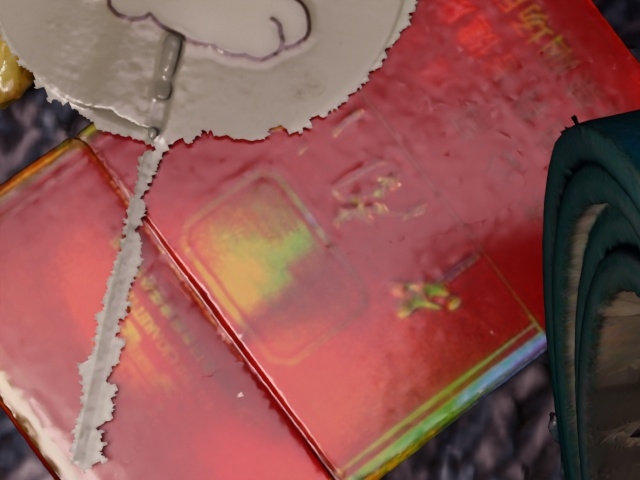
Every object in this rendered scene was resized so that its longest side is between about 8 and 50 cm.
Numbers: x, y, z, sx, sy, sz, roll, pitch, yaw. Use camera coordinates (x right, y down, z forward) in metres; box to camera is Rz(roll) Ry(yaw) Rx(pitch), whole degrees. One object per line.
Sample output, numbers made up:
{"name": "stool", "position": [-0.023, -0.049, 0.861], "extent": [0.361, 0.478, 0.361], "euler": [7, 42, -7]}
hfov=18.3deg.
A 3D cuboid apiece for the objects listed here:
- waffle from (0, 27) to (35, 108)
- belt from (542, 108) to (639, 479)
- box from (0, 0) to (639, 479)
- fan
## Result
{"name": "waffle", "position": [-0.188, -0.208, 0.885], "extent": [0.283, 0.065, 0.309], "euler": [-24, 104, -10]}
{"name": "belt", "position": [0.199, 0.143, 0.749], "extent": [0.173, 0.300, 0.436], "euler": [-10, 115, -5]}
{"name": "box", "position": [0.001, 0.000, 0.883], "extent": [0.313, 0.089, 0.197], "euler": [-36, 87, -9]}
{"name": "fan", "position": [-0.065, -0.064, 0.840], "extent": [0.191, 0.009, 0.329], "euler": [14, 78, -1]}
